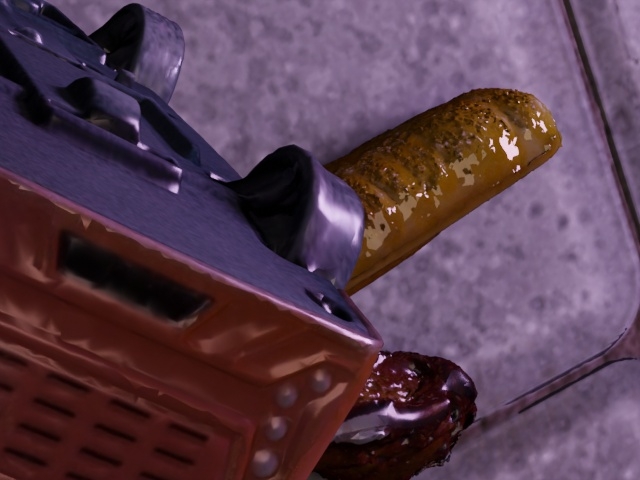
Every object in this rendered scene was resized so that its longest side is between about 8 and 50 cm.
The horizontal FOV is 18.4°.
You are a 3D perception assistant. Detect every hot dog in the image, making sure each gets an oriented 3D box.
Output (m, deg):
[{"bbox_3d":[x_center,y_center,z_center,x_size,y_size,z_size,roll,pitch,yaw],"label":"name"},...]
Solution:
[{"bbox_3d":[0.000,0.000,1.029,0.289,0.083,0.068,-30,90,-18],"label":"hot dog"}]

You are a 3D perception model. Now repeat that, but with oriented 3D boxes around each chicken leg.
[{"bbox_3d":[-0.006,0.109,1.058,0.205,0.053,0.093,-4,114,-21],"label":"chicken leg"}]

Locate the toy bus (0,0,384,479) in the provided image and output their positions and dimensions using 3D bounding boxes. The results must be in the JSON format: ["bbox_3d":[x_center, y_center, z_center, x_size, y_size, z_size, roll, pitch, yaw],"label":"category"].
[{"bbox_3d":[-0.154,0.002,0.770,0.203,0.427,0.233,27,97,-26],"label":"toy bus"}]
